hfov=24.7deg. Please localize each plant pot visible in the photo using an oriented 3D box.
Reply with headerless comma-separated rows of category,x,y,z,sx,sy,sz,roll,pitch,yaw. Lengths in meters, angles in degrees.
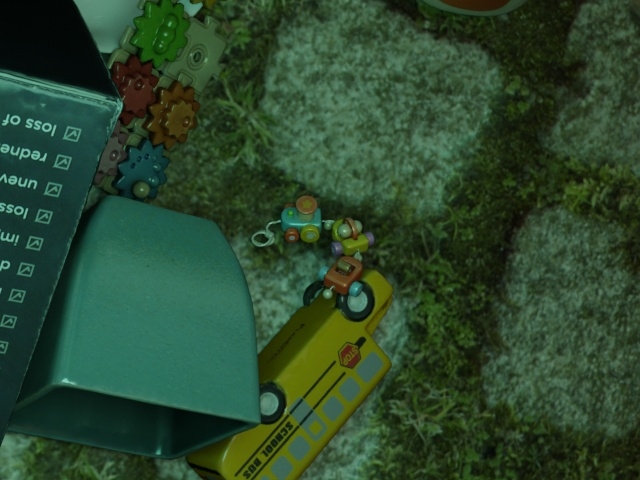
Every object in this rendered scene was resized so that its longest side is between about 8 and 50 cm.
plant pot,-0.221,0.094,1.691,0.248,0.247,0.252,15,66,-27

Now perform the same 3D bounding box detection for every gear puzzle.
gear puzzle,-0.176,-0.203,1.755,0.175,0.044,0.339,29,88,-52

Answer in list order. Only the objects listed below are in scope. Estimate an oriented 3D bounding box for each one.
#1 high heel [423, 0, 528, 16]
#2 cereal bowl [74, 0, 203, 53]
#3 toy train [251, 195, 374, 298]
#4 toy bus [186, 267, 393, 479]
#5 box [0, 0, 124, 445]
high heel,0.279,-0.427,2.065,0.377,0.127,0.181,-9,64,-24
cereal bowl,-0.255,-0.398,1.701,0.339,0.141,0.339,-28,130,-39
toy train,0.000,0.000,1.853,0.125,0.166,0.046,-42,152,-38
toy bus,-0.024,0.185,1.860,0.332,0.108,0.130,-48,110,-21
box,-0.503,-0.033,1.392,0.480,0.297,0.472,12,113,-25
